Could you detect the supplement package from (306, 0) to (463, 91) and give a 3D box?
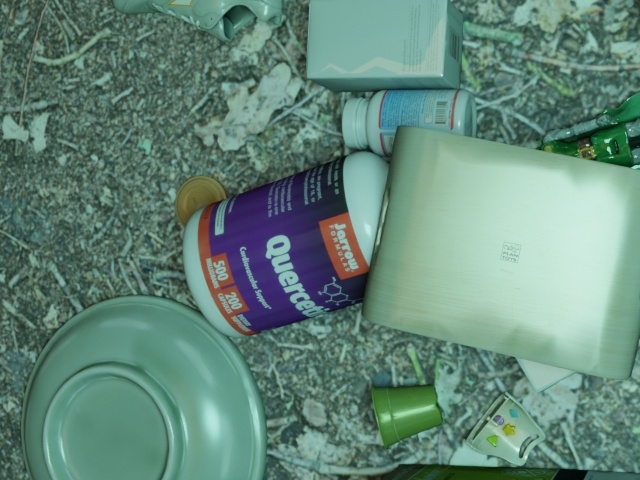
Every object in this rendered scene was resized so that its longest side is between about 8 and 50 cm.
[{"bbox_3d":[0.083,-0.249,1.239,0.179,0.105,0.105,3,90,20],"label":"supplement package"}]

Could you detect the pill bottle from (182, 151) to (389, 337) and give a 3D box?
[{"bbox_3d":[0.000,0.000,1.222,0.323,0.181,0.181,-18,82,19],"label":"pill bottle"}]

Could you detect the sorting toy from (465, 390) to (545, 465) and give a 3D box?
[{"bbox_3d":[0.236,0.239,1.206,0.075,0.045,0.083,38,101,9],"label":"sorting toy"}]

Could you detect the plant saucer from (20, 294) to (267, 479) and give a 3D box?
[{"bbox_3d":[-0.274,0.277,1.361,0.400,0.100,0.400,0,89,20],"label":"plant saucer"}]

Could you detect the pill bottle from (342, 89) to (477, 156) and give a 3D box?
[{"bbox_3d":[0.113,-0.149,1.234,0.160,0.087,0.087,3,90,20],"label":"pill bottle"}]

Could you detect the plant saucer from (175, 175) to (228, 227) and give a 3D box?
[{"bbox_3d":[-0.170,-0.051,1.376,0.083,0.013,0.083,-1,88,20],"label":"plant saucer"}]

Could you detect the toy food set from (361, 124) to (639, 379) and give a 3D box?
[{"bbox_3d":[0.209,0.010,1.059,0.306,0.092,0.220,12,94,11],"label":"toy food set"}]

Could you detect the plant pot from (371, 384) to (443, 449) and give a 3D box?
[{"bbox_3d":[0.113,0.217,1.236,0.079,0.083,0.083,-14,84,8],"label":"plant pot"}]

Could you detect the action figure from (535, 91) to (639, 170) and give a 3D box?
[{"bbox_3d":[0.348,-0.110,1.164,0.232,0.063,0.137,-14,87,23],"label":"action figure"}]

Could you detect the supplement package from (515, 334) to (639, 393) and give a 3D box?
[{"bbox_3d":[0.330,0.054,1.124,0.244,0.134,0.139,-33,78,16],"label":"supplement package"}]

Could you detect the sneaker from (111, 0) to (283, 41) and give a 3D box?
[{"bbox_3d":[-0.172,-0.330,1.343,0.262,0.099,0.121,-6,91,21],"label":"sneaker"}]

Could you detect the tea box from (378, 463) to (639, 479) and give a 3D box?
[{"bbox_3d":[0.217,0.442,1.111,0.323,0.220,0.329,-2,88,19],"label":"tea box"}]
